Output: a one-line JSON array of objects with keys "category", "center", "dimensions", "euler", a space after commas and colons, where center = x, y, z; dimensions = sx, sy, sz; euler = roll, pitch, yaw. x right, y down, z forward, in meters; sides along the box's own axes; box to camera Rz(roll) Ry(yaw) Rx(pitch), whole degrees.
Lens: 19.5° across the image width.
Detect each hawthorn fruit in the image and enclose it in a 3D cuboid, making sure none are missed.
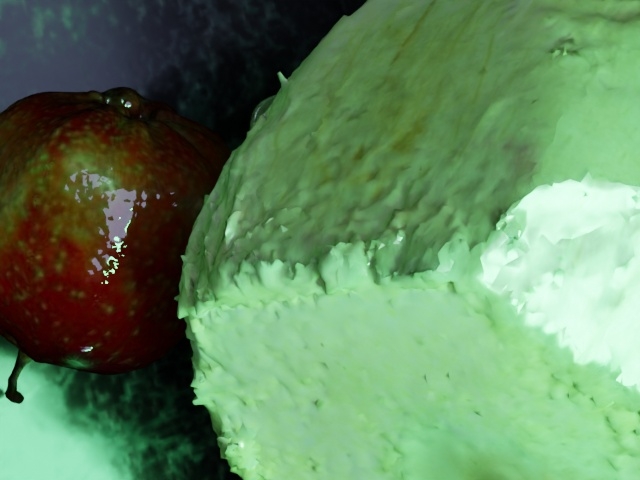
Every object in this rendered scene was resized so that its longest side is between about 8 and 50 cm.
[{"category": "hawthorn fruit", "center": [-0.134, 0.009, 1.052], "dimensions": [0.157, 0.157, 0.194], "euler": [24, 100, -21]}]

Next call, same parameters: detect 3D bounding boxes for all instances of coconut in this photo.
[{"category": "coconut", "center": [0.146, 0.023, 1.028], "dimensions": [0.404, 0.404, 0.405], "euler": [1, 88, -23]}]

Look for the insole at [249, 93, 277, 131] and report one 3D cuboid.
[{"category": "insole", "center": [0.000, 0.000, 1.175], "dimensions": [0.063, 0.010, 0.192], "euler": [-24, 97, -22]}]
